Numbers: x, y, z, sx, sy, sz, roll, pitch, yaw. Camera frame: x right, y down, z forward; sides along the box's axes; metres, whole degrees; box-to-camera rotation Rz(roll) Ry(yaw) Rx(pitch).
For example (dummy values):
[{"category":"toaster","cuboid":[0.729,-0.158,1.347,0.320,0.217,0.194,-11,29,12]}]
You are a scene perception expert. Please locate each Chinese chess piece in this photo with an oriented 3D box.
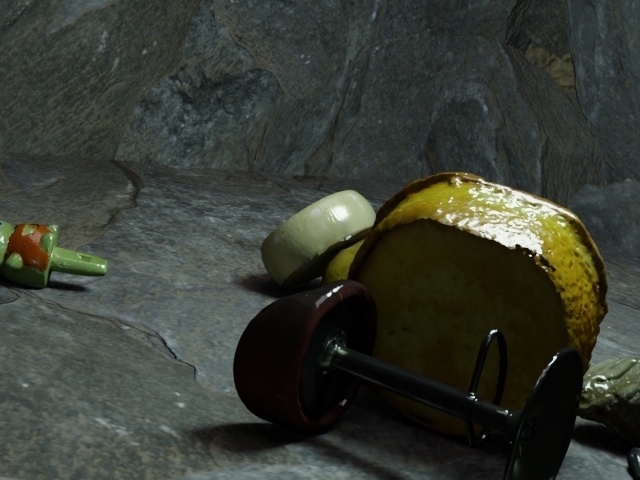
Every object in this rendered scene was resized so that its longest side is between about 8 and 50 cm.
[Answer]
[{"category":"Chinese chess piece","cuboid":[0.000,0.000,2.077,0.104,0.257,0.257,58,26,11]}]

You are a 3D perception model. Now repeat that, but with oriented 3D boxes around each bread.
[{"category":"bread","cuboid":[0.212,0.097,1.469,0.398,0.398,0.215,15,20,22]}]

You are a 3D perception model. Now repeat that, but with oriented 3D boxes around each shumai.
[{"category":"shumai","cuboid":[0.525,0.219,1.539,0.218,0.186,0.184,26,21,11]}]

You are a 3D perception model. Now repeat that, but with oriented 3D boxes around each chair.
[{"category":"chair","cuboid":[0.106,0.183,1.281,0.400,0.227,0.226,17,12,30]}]

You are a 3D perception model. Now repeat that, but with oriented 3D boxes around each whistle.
[{"category":"whistle","cuboid":[-0.525,0.023,1.780,0.288,0.106,0.131,9,18,-9]}]

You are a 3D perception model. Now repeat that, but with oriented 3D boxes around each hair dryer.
[{"category":"hair dryer","cuboid":[0.481,0.332,1.427,0.083,0.031,0.079,19,22,2]}]

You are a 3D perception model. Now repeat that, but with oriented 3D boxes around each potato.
[{"category":"potato","cuboid":[0.081,0.080,1.985,0.158,0.178,0.203,-10,31,-20]}]
